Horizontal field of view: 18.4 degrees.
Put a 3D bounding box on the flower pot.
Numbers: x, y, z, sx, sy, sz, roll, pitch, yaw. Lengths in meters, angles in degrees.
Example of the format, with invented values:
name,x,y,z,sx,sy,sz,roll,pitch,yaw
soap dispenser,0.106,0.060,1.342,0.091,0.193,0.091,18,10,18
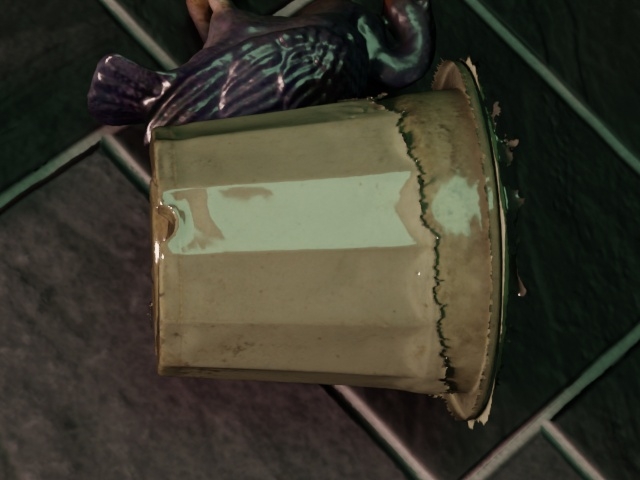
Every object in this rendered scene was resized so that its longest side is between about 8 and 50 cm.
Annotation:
name,x,y,z,sx,sy,sz,roll,pitch,yaw
flower pot,0.000,0.000,1.492,0.259,0.290,0.290,0,62,-7

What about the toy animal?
name,x,y,z,sx,sy,sz,roll,pitch,yaw
toy animal,-0.048,-0.156,1.638,0.298,0.122,0.185,-31,75,-28
